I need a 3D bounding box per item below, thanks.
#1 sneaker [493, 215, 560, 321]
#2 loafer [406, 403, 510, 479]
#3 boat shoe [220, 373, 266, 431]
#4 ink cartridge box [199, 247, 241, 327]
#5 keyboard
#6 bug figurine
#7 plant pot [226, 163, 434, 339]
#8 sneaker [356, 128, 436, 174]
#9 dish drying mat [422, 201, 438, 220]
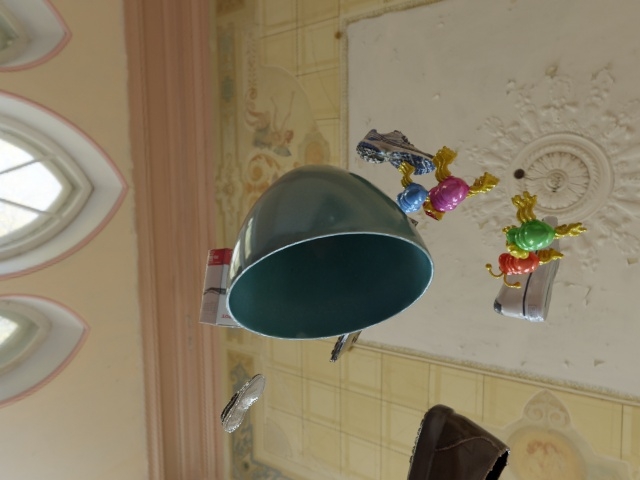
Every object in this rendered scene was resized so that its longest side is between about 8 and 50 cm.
[{"bbox_3d":[0.386,0.039,0.804,0.091,0.258,0.094,3,-52,36],"label":"sneaker"},{"bbox_3d":[0.154,0.391,0.527,0.130,0.134,0.366,3,-122,33],"label":"loafer"},{"bbox_3d":[-0.155,0.316,0.860,0.038,0.046,0.125,24,-100,54],"label":"boat shoe"},{"bbox_3d":[-0.161,0.090,0.796,0.056,0.099,0.135,-5,-105,41],"label":"ink cartridge box"},{"bbox_3d":[0.114,0.092,0.884,0.033,0.201,0.317,32,-66,19],"label":"keyboard"},{"bbox_3d":[0.224,-0.027,0.626,0.279,0.216,0.072,32,-98,7],"label":"bug figurine"},{"bbox_3d":[0.000,0.000,0.656,0.290,0.290,0.196,-37,-132,31],"label":"plant pot"},{"bbox_3d":[0.129,-0.152,0.701,0.135,0.052,0.058,22,-111,19],"label":"sneaker"},{"bbox_3d":[0.211,-0.067,0.843,0.032,0.083,0.008,27,-60,-14],"label":"dish drying mat"}]
